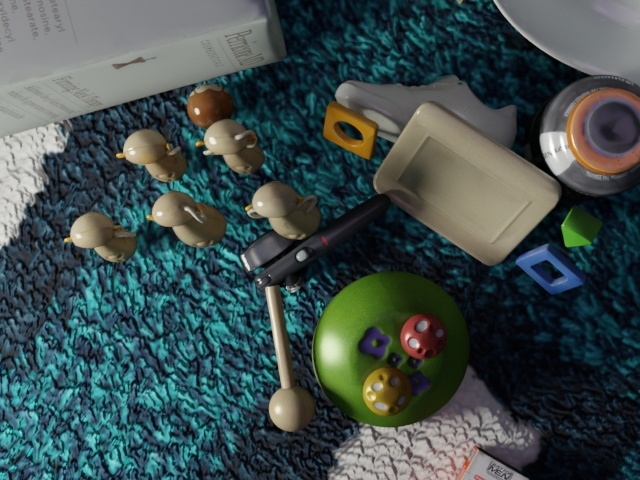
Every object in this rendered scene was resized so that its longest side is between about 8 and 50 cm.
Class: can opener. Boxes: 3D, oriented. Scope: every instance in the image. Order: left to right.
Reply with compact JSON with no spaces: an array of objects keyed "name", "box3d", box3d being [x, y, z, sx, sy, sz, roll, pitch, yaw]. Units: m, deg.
[{"name":"can opener","box3d":[0.000,0.000,1.818,0.186,0.059,0.073,-29,100,2]}]

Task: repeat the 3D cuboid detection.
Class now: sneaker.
[{"name":"sneaker","box3d":[0.124,-0.155,1.822,0.212,0.080,0.094,20,78,-6]}]

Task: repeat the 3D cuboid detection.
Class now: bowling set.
[{"name":"bowling set","box3d":[-0.150,-0.088,1.766,0.287,0.154,0.199,-11,78,10]}]

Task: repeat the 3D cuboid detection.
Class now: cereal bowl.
[{"name":"cereal bowl","box3d":[0.339,-0.310,1.624,0.339,0.339,0.141,22,62,1]}]

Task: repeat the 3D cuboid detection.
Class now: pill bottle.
[{"name":"pill bottle","box3d":[0.298,-0.111,1.726,0.131,0.246,0.130,0,89,1]}]

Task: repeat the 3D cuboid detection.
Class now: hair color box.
[{"name":"hair color box","box3d":[0.174,0.315,1.825,0.072,0.043,0.141,31,91,1]}]

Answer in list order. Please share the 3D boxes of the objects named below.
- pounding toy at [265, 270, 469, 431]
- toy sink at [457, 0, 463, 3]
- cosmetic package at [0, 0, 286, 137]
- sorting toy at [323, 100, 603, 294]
[{"name":"pounding toy","box3d":[0.062,0.133,1.772,0.237,0.110,0.182,-3,99,-9]},{"name":"toy sink","box3d":[0.215,-0.400,1.786,0.234,0.131,0.152,-34,90,0]},{"name":"cosmetic package","box3d":[-0.270,-0.316,1.692,0.394,0.329,0.327,-15,89,1]},{"name":"sorting toy","box3d":[0.163,-0.069,1.771,0.348,0.196,0.047,33,61,0]}]
